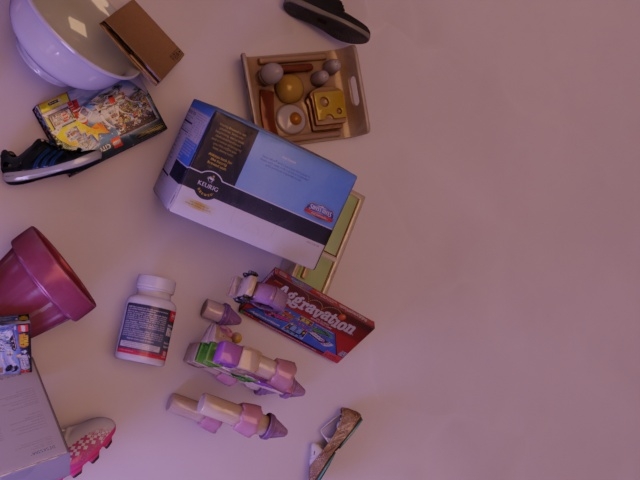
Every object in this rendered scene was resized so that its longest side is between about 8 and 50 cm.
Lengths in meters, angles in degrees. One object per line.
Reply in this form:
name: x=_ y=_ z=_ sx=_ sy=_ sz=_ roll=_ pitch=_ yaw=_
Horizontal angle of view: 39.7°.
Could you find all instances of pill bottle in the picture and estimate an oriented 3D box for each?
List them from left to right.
pill bottle: x=-0.360 y=0.167 z=1.857 sx=0.107 sy=0.108 sz=0.180 roll=16 pitch=79 yaw=-26

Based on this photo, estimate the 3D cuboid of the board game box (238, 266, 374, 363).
board game box: x=-0.029 y=0.174 z=2.019 sx=0.281 sy=0.145 sz=0.027 roll=30 pitch=31 yaw=-22

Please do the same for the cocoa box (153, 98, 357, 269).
cocoa box: x=-0.143 y=-0.124 z=1.894 sx=0.347 sy=0.231 sz=0.228 roll=23 pitch=95 yaw=-23

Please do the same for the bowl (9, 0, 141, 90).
bowl: x=-0.512 y=-0.405 z=1.780 sx=0.298 sy=0.134 sz=0.298 roll=42 pitch=25 yaw=-25

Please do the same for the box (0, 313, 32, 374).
box: x=-0.588 y=0.196 z=1.653 sx=0.093 sy=0.027 sz=0.137 roll=-3 pitch=131 yaw=-20

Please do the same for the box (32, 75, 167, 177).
box: x=-0.463 y=-0.256 z=1.875 sx=0.233 sy=0.044 sz=0.159 roll=-31 pitch=100 yaw=-26

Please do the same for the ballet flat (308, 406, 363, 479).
ballet flat: x=0.017 y=0.475 z=2.061 sx=0.067 sy=0.073 sz=0.206 roll=35 pitch=66 yaw=8

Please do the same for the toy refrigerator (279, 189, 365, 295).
toy refrigerator: x=0.000 y=0.000 z=2.056 sx=0.102 sy=0.094 sz=0.270 roll=27 pitch=79 yaw=-23

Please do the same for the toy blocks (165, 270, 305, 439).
toy blocks: x=-0.128 y=0.266 z=1.874 sx=0.260 sy=0.288 sz=0.309 roll=24 pitch=72 yaw=-20

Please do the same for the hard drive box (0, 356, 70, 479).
hard drive box: x=-0.592 y=0.353 z=1.660 sx=0.181 sy=0.089 sz=0.232 roll=-14 pitch=52 yaw=-27

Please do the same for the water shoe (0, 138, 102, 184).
water shoe: x=-0.542 y=-0.169 z=1.774 sx=0.203 sy=0.073 sz=0.080 roll=-14 pitch=92 yaw=-1

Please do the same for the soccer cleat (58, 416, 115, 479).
soccer cleat: x=-0.559 y=0.423 z=1.726 sx=0.331 sy=0.116 sz=0.143 roll=-35 pitch=102 yaw=-25

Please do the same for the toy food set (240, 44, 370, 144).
toy food set: x=-0.033 y=-0.341 z=2.080 sx=0.306 sy=0.092 sz=0.220 roll=-11 pitch=90 yaw=-27

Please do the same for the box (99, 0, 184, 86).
box: x=-0.373 y=-0.422 z=1.875 sx=0.164 sy=0.021 sz=0.201 roll=47 pitch=23 yaw=-16

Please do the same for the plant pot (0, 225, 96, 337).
plant pot: x=-0.567 y=0.104 z=1.720 sx=0.180 sy=0.201 sz=0.201 roll=-38 pitch=104 yaw=-9

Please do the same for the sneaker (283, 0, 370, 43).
sneaker: x=0.033 y=-0.562 z=2.117 sx=0.222 sy=0.083 sz=0.118 roll=26 pitch=71 yaw=-6
